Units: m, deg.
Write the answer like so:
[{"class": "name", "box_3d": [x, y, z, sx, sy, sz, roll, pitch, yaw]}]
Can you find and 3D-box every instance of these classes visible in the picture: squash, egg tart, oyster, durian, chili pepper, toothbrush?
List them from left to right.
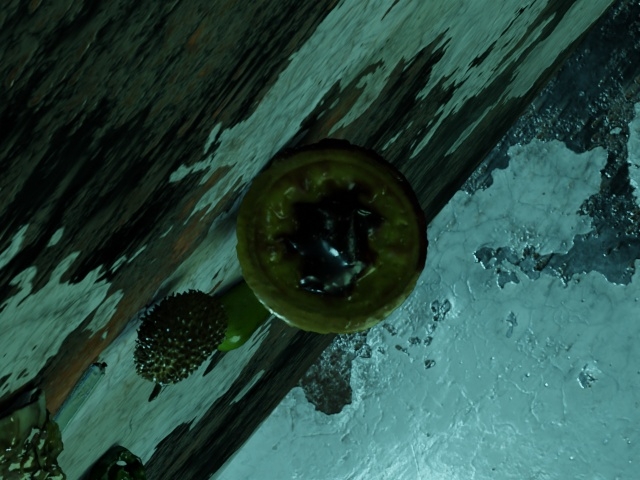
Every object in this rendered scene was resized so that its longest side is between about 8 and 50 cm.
[{"class": "oyster", "box_3d": [-0.329, 0.253, 1.664, 0.214, 0.083, 0.223, -47, 166, -29]}, {"class": "toothbrush", "box_3d": [-0.314, 0.239, 1.855, 0.294, 0.026, 0.028, -51, 157, 20]}, {"class": "chili pepper", "box_3d": [-0.321, 0.373, 2.353, 0.108, 0.062, 0.216, -28, 160, -51]}, {"class": "durian", "box_3d": [-0.167, 0.105, 1.833, 0.110, 0.071, 0.140, 3, -123, 50]}, {"class": "squash", "box_3d": [-0.098, 0.085, 2.175, 0.066, 0.066, 0.201, -53, 178, 30]}, {"class": "egg tart", "box_3d": [0.000, 0.000, 1.865, 0.215, 0.215, 0.171, -47, -173, -12]}]
